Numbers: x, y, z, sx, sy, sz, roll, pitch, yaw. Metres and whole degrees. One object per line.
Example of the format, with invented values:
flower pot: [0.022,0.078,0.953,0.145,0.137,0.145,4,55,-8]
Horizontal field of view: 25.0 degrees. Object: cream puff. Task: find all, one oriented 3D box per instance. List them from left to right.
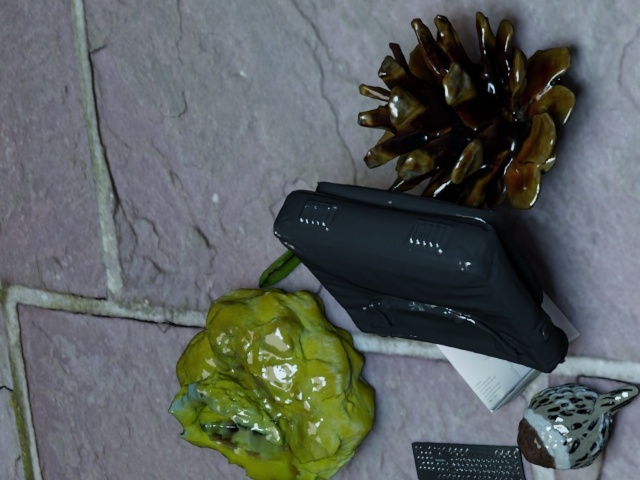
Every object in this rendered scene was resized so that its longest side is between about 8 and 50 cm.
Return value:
cream puff: [-0.073,0.191,1.765,0.282,0.185,0.281,11,107,37]

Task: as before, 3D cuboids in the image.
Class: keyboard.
keyboard: [0.172,0.264,1.693,0.155,0.010,0.053,-5,101,41]

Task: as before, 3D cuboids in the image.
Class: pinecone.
pinecone: [0.140,-0.127,1.477,0.201,0.202,0.229,33,132,-11]

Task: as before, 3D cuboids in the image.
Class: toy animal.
toy animal: [0.270,0.195,1.533,0.137,0.098,0.098,-36,79,41]

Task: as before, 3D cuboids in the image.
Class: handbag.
handbag: [0.108,0.038,1.497,0.275,0.088,0.244,8,151,37]

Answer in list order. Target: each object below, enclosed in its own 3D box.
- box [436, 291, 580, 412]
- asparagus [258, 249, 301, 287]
box: [0.196,0.099,1.596,0.129,0.051,0.130,51,128,17]
asparagus: [0.000,0.001,1.747,0.236,0.027,0.034,-33,86,41]
